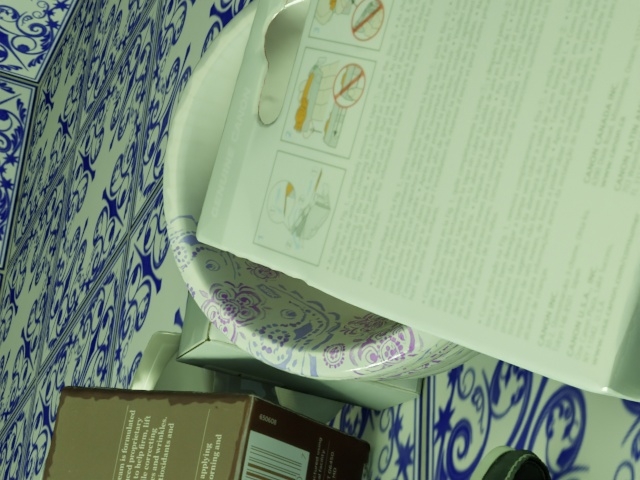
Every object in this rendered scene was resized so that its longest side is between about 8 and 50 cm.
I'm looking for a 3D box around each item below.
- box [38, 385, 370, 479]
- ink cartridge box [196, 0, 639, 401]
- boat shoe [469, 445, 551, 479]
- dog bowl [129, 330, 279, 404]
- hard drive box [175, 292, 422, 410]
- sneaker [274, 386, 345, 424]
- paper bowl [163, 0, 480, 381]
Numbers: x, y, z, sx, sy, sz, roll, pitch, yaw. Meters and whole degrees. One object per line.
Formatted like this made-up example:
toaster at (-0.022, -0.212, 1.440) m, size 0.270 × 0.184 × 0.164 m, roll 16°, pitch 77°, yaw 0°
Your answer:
box at (-0.096, 0.216, 1.350) m, size 0.203 × 0.167 × 0.168 m, roll -1°, pitch 72°, yaw 36°
ink cartridge box at (0.101, -0.096, 1.057) m, size 0.385 × 0.091 × 0.308 m, roll 19°, pitch 94°, yaw 48°
boat shoe at (0.115, 0.235, 1.018) m, size 0.079 × 0.084 × 0.233 m, roll -9°, pitch 57°, yaw 37°
dog bowl at (-0.120, 0.227, 1.652) m, size 0.349 × 0.102 × 0.348 m, roll -165°, pitch 90°, yaw -72°
hard drive box at (0.000, 0.000, 1.359) m, size 0.089 × 0.181 × 0.232 m, roll 147°, pitch 137°, yaw -64°
sneaker at (-0.025, 0.060, 1.445) m, size 0.094 × 0.080 × 0.212 m, roll -24°, pitch 62°, yaw 46°
paper bowl at (0.042, -0.042, 1.196) m, size 0.284 × 0.148 × 0.284 m, roll -4°, pitch 82°, yaw 31°
